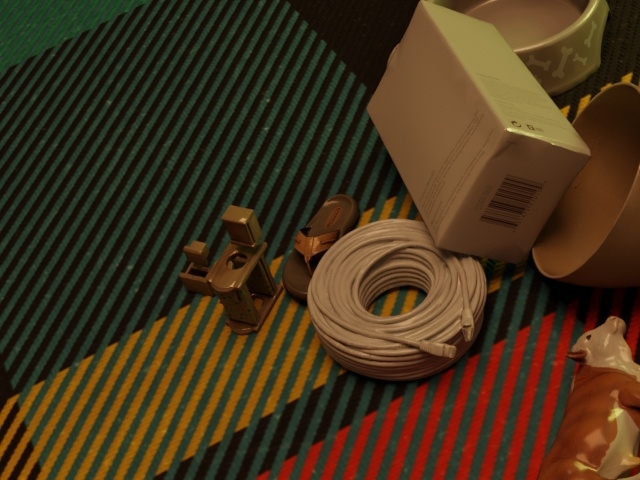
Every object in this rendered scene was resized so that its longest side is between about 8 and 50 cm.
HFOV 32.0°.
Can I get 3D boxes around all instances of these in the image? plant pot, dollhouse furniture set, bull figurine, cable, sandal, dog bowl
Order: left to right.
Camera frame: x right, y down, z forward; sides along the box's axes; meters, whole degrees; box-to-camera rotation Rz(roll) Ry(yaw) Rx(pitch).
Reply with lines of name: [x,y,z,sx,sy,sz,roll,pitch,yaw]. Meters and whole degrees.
dollhouse furniture set: [-0.167,0.037,1.674,0.161,0.182,0.101,11,53,26]
sandal: [0.000,0.000,1.740,0.090,0.060,0.219,11,52,26]
cable: [0.112,0.082,1.611,0.257,0.089,0.257,1,48,19]
dog bowl: [0.339,-0.389,1.966,0.349,0.102,0.348,-10,46,10]
bull figurine: [0.361,0.234,1.369,0.188,0.101,0.310,-2,49,44]
plant pot: [0.444,-0.050,1.536,0.191,0.284,0.284,21,48,-13]

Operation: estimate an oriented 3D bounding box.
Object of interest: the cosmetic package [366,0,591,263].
cosmetic package: [0.220,-0.169,1.677,0.156,0.217,0.385,12,35,-24]
